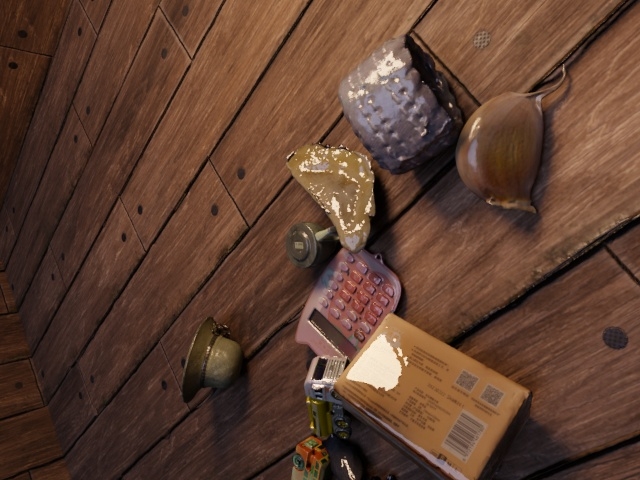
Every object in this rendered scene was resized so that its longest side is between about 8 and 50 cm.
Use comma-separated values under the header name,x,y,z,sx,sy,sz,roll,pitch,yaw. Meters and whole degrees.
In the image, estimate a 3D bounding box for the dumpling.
name,x,y,z,sx,sy,sz,roll,pitch,yaw
dumpling,0.055,-0.122,1.083,0.166,0.086,0.332,-37,59,6

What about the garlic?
name,x,y,z,sx,sy,sz,roll,pitch,yaw
garlic,0.330,-0.194,0.851,0.128,0.149,0.266,-120,39,-66

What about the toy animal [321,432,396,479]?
name,x,y,z,sx,sy,sz,roll,pitch,yaw
toy animal,0.060,0.558,1.112,0.210,0.117,0.121,35,121,30

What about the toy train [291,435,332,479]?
name,x,y,z,sx,sy,sz,roll,pitch,yaw
toy train,-0.024,0.610,1.214,0.099,0.072,0.187,15,102,32

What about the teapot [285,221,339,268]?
name,x,y,z,sx,sy,sz,roll,pitch,yaw
teapot,-0.007,-0.005,1.131,0.111,0.108,0.149,48,126,28

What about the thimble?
name,x,y,z,sx,sy,sz,roll,pitch,yaw
thimble,0.158,-0.260,0.909,0.172,0.205,0.236,-31,65,36

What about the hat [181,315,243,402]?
name,x,y,z,sx,sy,sz,roll,pitch,yaw
hat,-0.296,0.357,1.366,0.130,0.257,0.257,13,104,2

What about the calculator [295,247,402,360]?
name,x,y,z,sx,sy,sz,roll,pitch,yaw
calculator,0.070,0.167,1.122,0.220,0.048,0.329,42,116,31

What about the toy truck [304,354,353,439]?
name,x,y,z,sx,sy,sz,roll,pitch,yaw
toy truck,0.021,0.366,1.081,0.114,0.098,0.226,5,127,14

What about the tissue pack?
name,x,y,z,sx,sy,sz,roll,pitch,yaw
tissue pack,0.220,0.333,0.929,0.306,0.239,0.238,27,110,35
